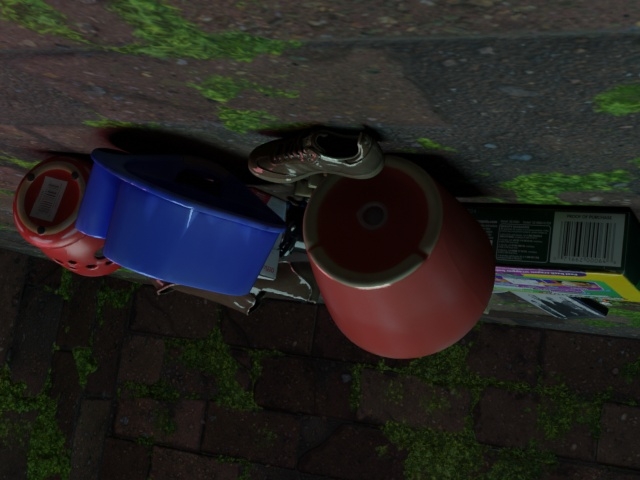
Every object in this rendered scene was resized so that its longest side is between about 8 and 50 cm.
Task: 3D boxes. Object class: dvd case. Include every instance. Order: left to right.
[{"bbox_3d":[0.520,0.120,1.920,0.238,0.030,0.179,29,166,-12],"label":"dvd case"}]

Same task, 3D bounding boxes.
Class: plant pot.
[{"bbox_3d":[-0.427,-0.046,1.460,0.191,0.191,0.174,6,165,14],"label":"plant pot"},{"bbox_3d":[0.103,0.012,1.193,0.274,0.275,0.243,5,160,21],"label":"plant pot"}]

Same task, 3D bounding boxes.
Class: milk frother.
[{"bbox_3d":[0.000,0.000,1.414,0.134,0.143,0.129,13,141,-2],"label":"milk frother"}]

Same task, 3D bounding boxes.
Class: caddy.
[{"bbox_3d":[-0.213,-0.047,1.305,0.341,0.179,0.241,16,-170,-43],"label":"caddy"}]

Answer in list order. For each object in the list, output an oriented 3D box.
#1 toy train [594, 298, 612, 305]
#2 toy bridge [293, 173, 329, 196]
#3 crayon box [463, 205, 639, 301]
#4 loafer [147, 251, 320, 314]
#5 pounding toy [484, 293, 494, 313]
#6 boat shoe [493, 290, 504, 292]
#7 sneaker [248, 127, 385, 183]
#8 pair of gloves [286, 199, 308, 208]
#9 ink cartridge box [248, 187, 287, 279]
[{"bbox_3d":[0.615,0.117,1.980,0.166,0.046,0.125,8,173,24],"label":"toy train"},{"bbox_3d":[0.013,-0.092,1.274,0.063,0.026,0.188,8,171,-16],"label":"toy bridge"},{"bbox_3d":[0.366,0.025,1.425,0.362,0.106,0.313,4,171,29],"label":"crayon box"},{"bbox_3d":[-0.164,0.085,1.633,0.365,0.130,0.134,-4,177,8],"label":"loafer"},{"bbox_3d":[0.337,0.108,1.974,0.181,0.094,0.206,19,175,-31],"label":"pounding toy"},{"bbox_3d":[0.323,0.065,1.836,0.228,0.080,0.076,5,-172,4],"label":"boat shoe"},{"bbox_3d":[-0.013,-0.119,1.064,0.188,0.066,0.071,0,152,19],"label":"sneaker"},{"bbox_3d":[0.026,-0.049,1.546,0.198,0.023,0.159,10,169,-14],"label":"pair of gloves"},{"bbox_3d":[-0.125,-0.011,1.507,0.063,0.151,0.109,2,169,33],"label":"ink cartridge box"}]
